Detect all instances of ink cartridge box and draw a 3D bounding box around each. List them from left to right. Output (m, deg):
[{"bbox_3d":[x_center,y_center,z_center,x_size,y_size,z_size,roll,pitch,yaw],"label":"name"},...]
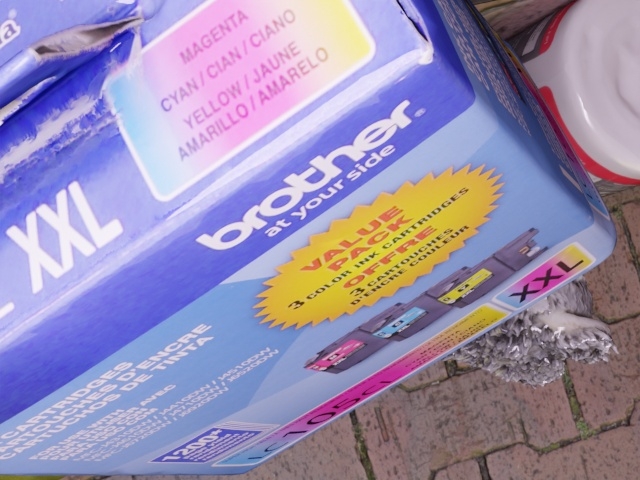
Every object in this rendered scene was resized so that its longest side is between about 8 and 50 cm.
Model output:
[{"bbox_3d":[-0.050,-0.020,0.504,0.270,0.151,0.395,-33,157,15],"label":"ink cartridge box"}]

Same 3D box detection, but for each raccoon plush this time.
[{"bbox_3d":[0.034,0.095,1.034,0.446,0.299,0.216,-41,179,0],"label":"raccoon plush"}]

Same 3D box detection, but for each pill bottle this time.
[{"bbox_3d":[0.216,-0.115,1.133,0.176,0.176,0.318,-16,177,-27],"label":"pill bottle"}]

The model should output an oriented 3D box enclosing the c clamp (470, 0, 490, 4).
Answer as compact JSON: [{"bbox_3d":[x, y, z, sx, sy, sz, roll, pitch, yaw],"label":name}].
[{"bbox_3d":[0.135,-0.188,0.817,0.160,0.022,0.137,-18,-177,-25],"label":"c clamp"}]

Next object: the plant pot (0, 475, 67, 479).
[{"bbox_3d":[-0.294,0.063,1.059,0.274,0.275,0.293,-17,161,-15],"label":"plant pot"}]
